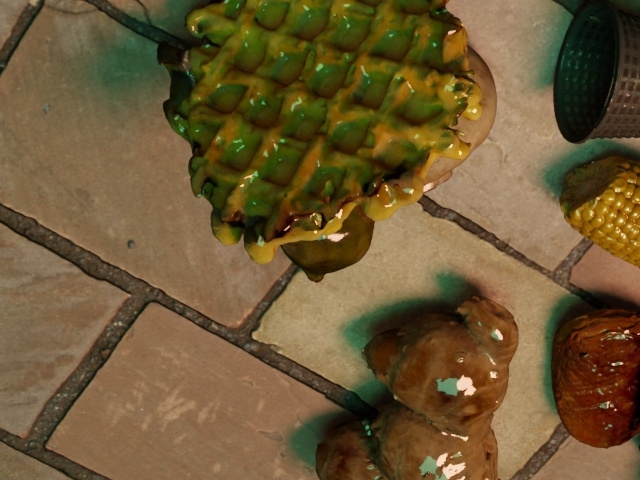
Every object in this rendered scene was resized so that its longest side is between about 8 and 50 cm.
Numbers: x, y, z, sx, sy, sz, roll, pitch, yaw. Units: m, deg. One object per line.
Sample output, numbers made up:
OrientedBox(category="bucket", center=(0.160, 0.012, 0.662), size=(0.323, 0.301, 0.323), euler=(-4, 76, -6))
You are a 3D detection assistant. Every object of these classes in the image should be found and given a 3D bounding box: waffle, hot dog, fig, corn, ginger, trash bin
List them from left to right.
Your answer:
OrientedBox(category="fig", center=(-0.005, -0.018, 1.954), size=(0.133, 0.185, 0.126), euler=(-16, 83, -19))
OrientedBox(category="waffle", center=(0.000, -0.177, 1.722), size=(0.380, 0.382, 0.095), euler=(-23, 153, 17))
OrientedBox(category="ginger", center=(0.152, 0.231, 2.055), size=(0.256, 0.176, 0.375), euler=(23, 120, 5))
OrientedBox(category="hot dog", center=(0.399, 0.183, 2.062), size=(0.161, 0.099, 0.226), euler=(4, 122, -2))
OrientedBox(category="trash bin", center=(0.389, -0.195, 1.808), size=(0.161, 0.175, 0.175), euler=(5, 121, -15))
OrientedBox(category="corn", center=(0.495, 0.004, 1.931), size=(0.387, 0.144, 0.144), euler=(26, 118, -14))

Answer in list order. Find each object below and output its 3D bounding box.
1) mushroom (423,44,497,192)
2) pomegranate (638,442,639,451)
OrientedBox(category="mushroom", center=(0.092, -0.128, 1.828), size=(0.254, 0.189, 0.195), euler=(-12, 119, 16))
OrientedBox(category="pomegranate", center=(0.545, 0.344, 2.130), size=(0.210, 0.180, 0.180), euler=(43, 117, 14))
